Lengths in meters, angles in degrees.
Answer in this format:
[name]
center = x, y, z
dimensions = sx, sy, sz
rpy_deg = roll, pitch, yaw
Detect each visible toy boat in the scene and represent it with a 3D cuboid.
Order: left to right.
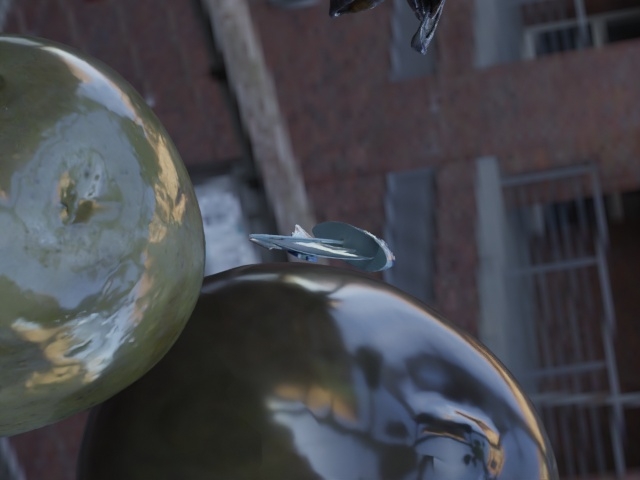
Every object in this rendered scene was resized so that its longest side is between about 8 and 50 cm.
[toy boat]
center = 0.011, 0.004, 1.766
dimensions = 0.149, 0.105, 0.034
rpy_deg = 3, 105, -62

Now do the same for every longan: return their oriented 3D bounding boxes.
[longan]
center = -0.003, 0.180, 1.450
dimensions = 0.361, 0.361, 0.360
rpy_deg = -9, 90, -79

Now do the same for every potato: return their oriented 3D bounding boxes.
[potato]
center = -0.192, -0.002, 1.158
dimensions = 0.326, 0.243, 0.221
rpy_deg = 54, 16, -66

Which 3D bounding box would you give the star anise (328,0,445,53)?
[star anise]
center = 0.079, -0.241, 1.563
dimensions = 0.262, 0.230, 0.081
rpy_deg = 81, -14, -69
